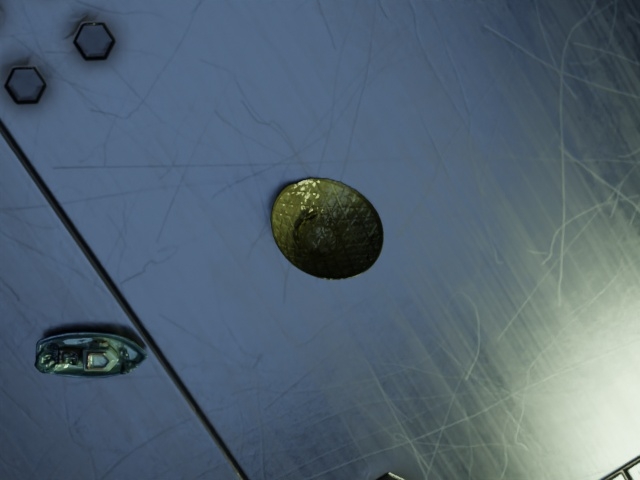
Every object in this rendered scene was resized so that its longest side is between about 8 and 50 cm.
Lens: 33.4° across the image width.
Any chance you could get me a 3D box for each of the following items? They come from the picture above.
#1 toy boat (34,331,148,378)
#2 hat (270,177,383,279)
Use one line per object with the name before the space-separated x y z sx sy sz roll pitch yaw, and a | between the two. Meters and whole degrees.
toy boat | -0.285 0.144 1.328 0.140 0.066 0.059 1 97 -6
hat | 0.000 0.000 1.331 0.146 0.067 0.146 8 58 -13
